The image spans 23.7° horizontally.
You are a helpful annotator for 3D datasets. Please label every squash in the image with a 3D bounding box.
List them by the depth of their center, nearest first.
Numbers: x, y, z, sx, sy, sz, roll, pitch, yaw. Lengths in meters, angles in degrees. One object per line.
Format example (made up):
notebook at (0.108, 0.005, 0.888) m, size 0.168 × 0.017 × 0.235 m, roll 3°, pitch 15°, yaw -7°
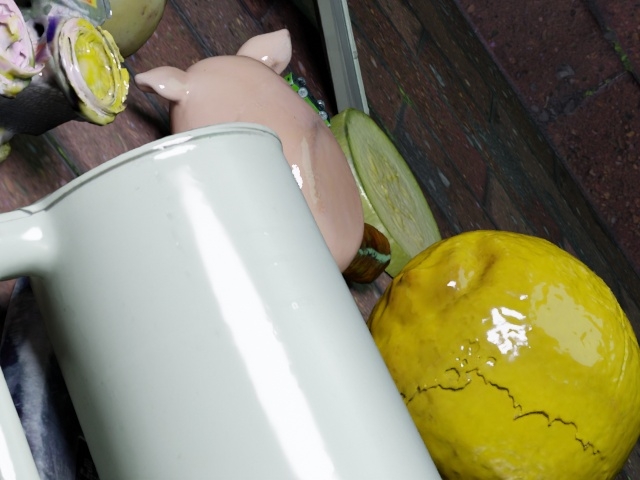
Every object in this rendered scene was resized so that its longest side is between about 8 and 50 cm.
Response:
squash at (0.082, -0.052, 1.961) m, size 0.252 × 0.049 × 0.252 m, roll 50°, pitch 19°, yaw -25°

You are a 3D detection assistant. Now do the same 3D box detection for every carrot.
carrot at (0.000, 0.000, 1.634) m, size 0.260 × 0.070 × 0.070 m, roll 17°, pitch 44°, yaw -61°

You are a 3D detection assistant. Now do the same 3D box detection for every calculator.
calculator at (-0.153, 0.133, 1.049) m, size 0.177 × 0.040 × 0.268 m, roll 42°, pitch 28°, yaw -36°

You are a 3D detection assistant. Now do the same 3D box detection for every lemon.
lemon at (0.183, 0.135, 1.538) m, size 0.297 × 0.297 × 0.297 m, roll 50°, pitch 19°, yaw -25°

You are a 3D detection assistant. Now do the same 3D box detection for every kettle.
kettle at (-0.080, 0.113, 0.972) m, size 0.205 × 0.265 × 0.318 m, roll 96°, pitch -28°, yaw -73°

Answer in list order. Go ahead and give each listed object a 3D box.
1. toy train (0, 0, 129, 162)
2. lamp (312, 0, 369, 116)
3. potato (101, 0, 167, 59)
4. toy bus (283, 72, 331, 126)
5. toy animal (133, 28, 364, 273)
toy train at (-0.243, -0.160, 1.087) m, size 0.261 × 0.134 × 0.177 m, roll 17°, pitch 60°, yaw -65°
lamp at (0.013, -0.325, 2.070) m, size 0.269 × 0.047 × 0.266 m, roll -99°, pitch 176°, yaw -52°
potato at (-0.205, -0.267, 1.368) m, size 0.165 × 0.165 × 0.262 m, roll 43°, pitch 30°, yaw -40°
toy bus at (-0.021, -0.170, 1.901) m, size 0.083 × 0.037 × 0.031 m, roll 47°, pitch 20°, yaw -33°
toy animal at (-0.056, -0.067, 1.437) m, size 0.166 × 0.154 × 0.250 m, roll -20°, pitch 75°, yaw -53°
